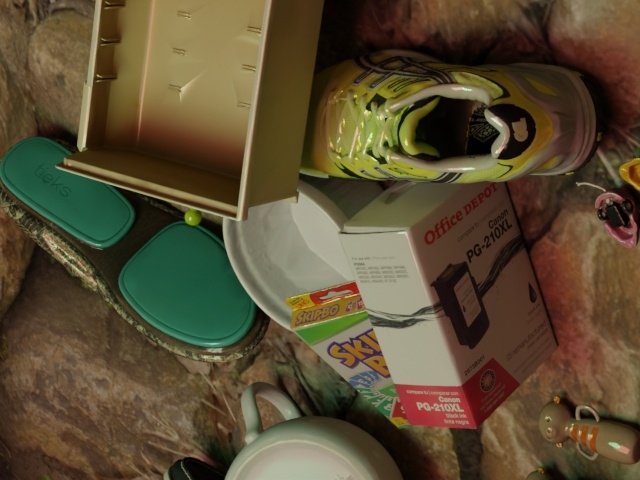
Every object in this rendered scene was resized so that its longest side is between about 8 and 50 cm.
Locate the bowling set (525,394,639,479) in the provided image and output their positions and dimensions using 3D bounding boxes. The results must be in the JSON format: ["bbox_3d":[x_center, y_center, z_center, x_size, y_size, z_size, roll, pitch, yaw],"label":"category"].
[{"bbox_3d":[0.253,0.331,1.852,0.154,0.200,0.287,16,124,37],"label":"bowling set"}]

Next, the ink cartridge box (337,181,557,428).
[{"bbox_3d":[0.138,0.053,1.769,0.100,0.172,0.237,-2,117,43],"label":"ink cartridge box"}]

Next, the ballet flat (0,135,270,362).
[{"bbox_3d":[-0.228,0.032,2.147,0.483,0.164,0.182,34,159,29],"label":"ballet flat"}]

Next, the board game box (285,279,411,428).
[{"bbox_3d":[0.076,0.128,1.874,0.124,0.039,0.259,-16,136,30],"label":"board game box"}]

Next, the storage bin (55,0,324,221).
[{"bbox_3d":[-0.138,-0.183,1.718,0.260,0.123,0.262,16,106,28],"label":"storage bin"}]

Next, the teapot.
[{"bbox_3d":[0.004,0.326,2.102,0.252,0.187,0.256,9,99,18],"label":"teapot"}]

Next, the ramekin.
[{"bbox_3d":[0.000,0.000,1.914,0.207,0.109,0.207,25,133,30],"label":"ramekin"}]

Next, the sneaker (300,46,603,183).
[{"bbox_3d":[0.086,-0.127,1.683,0.384,0.147,0.145,-2,94,39],"label":"sneaker"}]

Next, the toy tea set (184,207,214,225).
[{"bbox_3d":[-0.155,-0.193,1.849,0.200,0.124,0.336,34,116,43],"label":"toy tea set"}]

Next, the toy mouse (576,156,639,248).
[{"bbox_3d":[0.328,-0.022,1.642,0.161,0.031,0.143,8,123,41],"label":"toy mouse"}]

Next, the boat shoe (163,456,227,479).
[{"bbox_3d":[-0.064,0.378,2.255,0.340,0.127,0.113,38,109,28],"label":"boat shoe"}]
